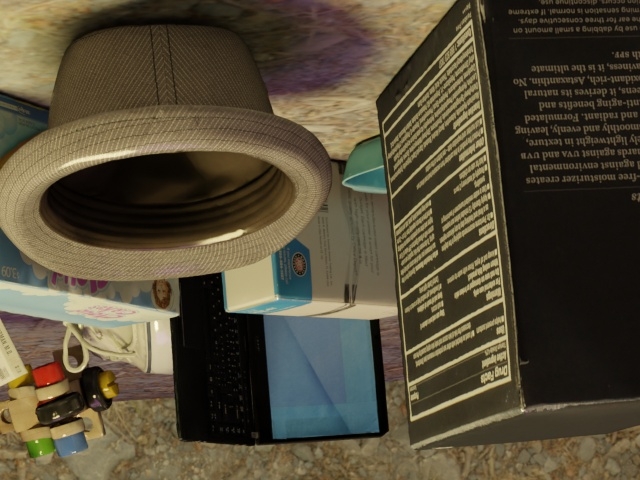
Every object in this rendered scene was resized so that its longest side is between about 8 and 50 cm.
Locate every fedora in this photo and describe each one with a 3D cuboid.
[{"bbox_3d":[-0.117,-0.074,1.252,0.244,0.124,0.275,-6,161,-2],"label":"fedora"}]

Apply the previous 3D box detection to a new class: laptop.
[{"bbox_3d":[-0.046,0.104,1.903,0.137,0.234,0.264,-11,167,24],"label":"laptop"}]

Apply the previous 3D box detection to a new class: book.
[{"bbox_3d":[-0.395,0.101,1.989,0.035,0.144,0.096,-27,-179,-33],"label":"book"}]

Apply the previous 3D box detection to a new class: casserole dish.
[{"bbox_3d":[0.102,-0.078,1.547,0.114,0.037,0.188,6,164,-42],"label":"casserole dish"}]

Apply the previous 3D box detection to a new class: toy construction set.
[{"bbox_3d":[-0.402,0.188,2.173,0.257,0.309,0.237,-42,177,17],"label":"toy construction set"}]

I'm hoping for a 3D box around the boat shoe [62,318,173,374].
[{"bbox_3d":[-0.257,0.090,2.072,0.157,0.135,0.367,1,178,-12],"label":"boat shoe"}]

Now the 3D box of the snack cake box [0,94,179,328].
[{"bbox_3d":[-0.223,-0.017,1.432,0.089,0.152,0.264,-10,168,26],"label":"snack cake box"}]

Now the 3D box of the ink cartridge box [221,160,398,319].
[{"bbox_3d":[0.000,0.000,1.634,0.191,0.139,0.082,7,163,-44],"label":"ink cartridge box"}]

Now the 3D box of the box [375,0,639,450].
[{"bbox_3d":[0.169,-0.006,1.273,0.183,0.294,0.296,-2,169,-12],"label":"box"}]
